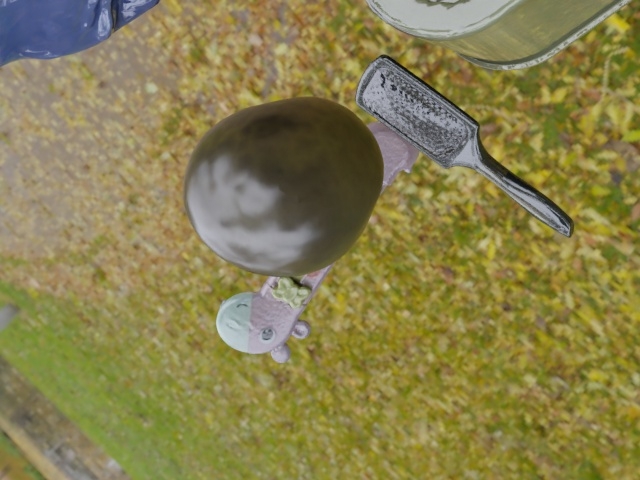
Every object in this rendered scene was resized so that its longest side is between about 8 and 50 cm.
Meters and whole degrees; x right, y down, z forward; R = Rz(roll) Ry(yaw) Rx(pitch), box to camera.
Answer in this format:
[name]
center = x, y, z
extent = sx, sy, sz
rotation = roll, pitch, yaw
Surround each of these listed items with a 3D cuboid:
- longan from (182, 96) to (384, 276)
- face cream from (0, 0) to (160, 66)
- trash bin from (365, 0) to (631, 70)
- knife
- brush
[longan]
center = -0.037, -0.054, 1.027
extent = 0.198, 0.212, 0.198
rotation = 165, 90, -85
[face cream]
center = -0.167, -0.234, 0.454
extent = 0.249, 0.249, 0.225
rotation = 43, 154, 6
[trash bin]
center = 0.147, -0.200, 0.579
extent = 0.121, 0.243, 0.247
rotation = 57, -159, 4
[knife]
center = 0.000, 0.000, 1.351
extent = 0.132, 0.399, 0.038
rotation = 30, -168, -18
[brush]
center = 0.108, -0.063, 0.715
extent = 0.193, 0.016, 0.063
rotation = 35, 151, 2
